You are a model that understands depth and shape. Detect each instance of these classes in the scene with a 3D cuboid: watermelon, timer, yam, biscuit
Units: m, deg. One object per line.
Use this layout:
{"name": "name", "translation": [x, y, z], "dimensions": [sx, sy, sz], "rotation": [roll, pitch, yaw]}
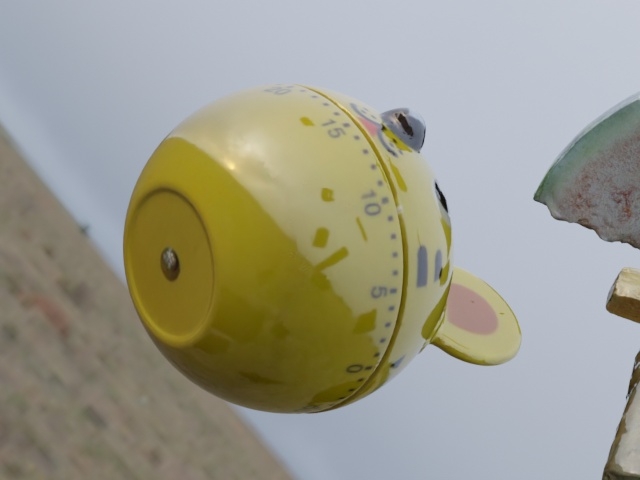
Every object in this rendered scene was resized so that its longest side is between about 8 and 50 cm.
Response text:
{"name": "watermelon", "translation": [0.430, -0.089, 2.337], "dimensions": [0.310, 0.193, 0.232], "rotation": [1, 28, -39]}
{"name": "timer", "translation": [0.000, 0.000, 1.925], "dimensions": [0.387, 0.376, 0.376], "rotation": [-7, 41, -41]}
{"name": "yam", "translation": [0.249, 0.089, 1.287], "dimensions": [0.071, 0.067, 0.317], "rotation": [65, 30, -22]}
{"name": "biscuit", "translation": [0.439, 0.082, 2.243], "dimensions": [0.188, 0.056, 0.052], "rotation": [17, -37, -1]}
